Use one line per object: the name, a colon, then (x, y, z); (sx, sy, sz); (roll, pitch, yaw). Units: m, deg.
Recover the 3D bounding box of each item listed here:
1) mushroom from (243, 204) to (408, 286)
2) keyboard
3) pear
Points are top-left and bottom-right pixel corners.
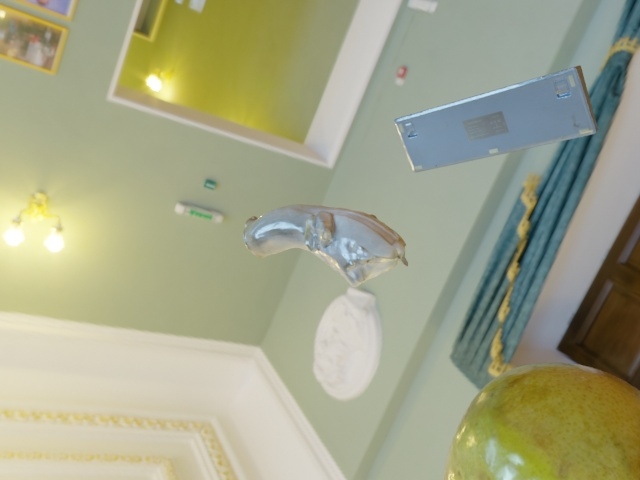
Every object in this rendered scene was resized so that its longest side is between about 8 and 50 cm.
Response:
mushroom: (0.001, -0.002, 0.962); (0.278, 0.096, 0.099); (13, -158, 37)
keyboard: (0.141, -0.098, 0.583); (0.176, 0.055, 0.014); (-9, -162, 45)
pear: (0.304, 0.293, 0.819); (0.304, 0.304, 0.304); (21, -165, -6)
